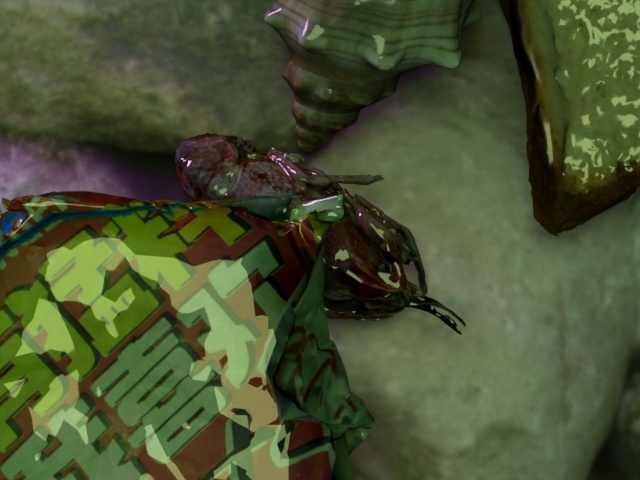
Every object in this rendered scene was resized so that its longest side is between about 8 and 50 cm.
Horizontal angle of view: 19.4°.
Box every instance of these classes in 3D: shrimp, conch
[{"bbox_3d":[0.000,0.000,1.030,0.190,0.073,0.075,28,124,16],"label":"shrimp"},{"bbox_3d":[0.033,-0.158,1.038,0.137,0.114,0.234,18,92,41],"label":"conch"}]

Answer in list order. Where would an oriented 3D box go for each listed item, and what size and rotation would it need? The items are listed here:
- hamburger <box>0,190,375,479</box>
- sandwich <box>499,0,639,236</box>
[{"bbox_3d":[-0.092,0.106,0.976,0.260,0.150,0.276,-14,79,-6],"label":"hamburger"},{"bbox_3d":[0.220,-0.135,1.036,0.251,0.087,0.226,-11,80,-3],"label":"sandwich"}]
